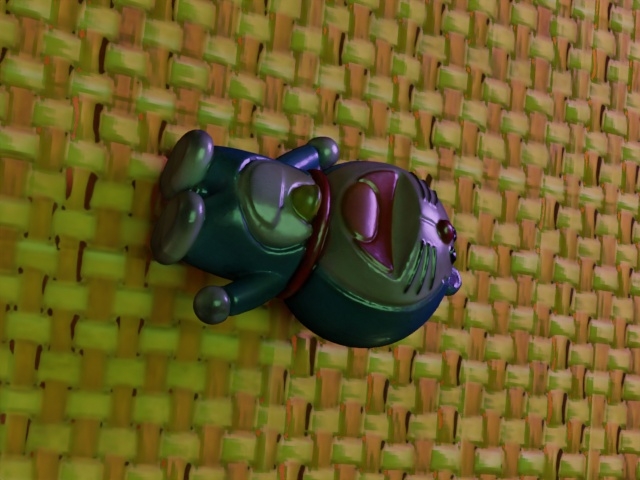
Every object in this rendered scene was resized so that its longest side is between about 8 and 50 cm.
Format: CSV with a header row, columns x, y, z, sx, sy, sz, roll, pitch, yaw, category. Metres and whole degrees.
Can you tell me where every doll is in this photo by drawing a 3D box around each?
x,y,z,sx,sy,sz,roll,pitch,yaw,category
0.000,0.000,0.549,0.151,0.085,0.114,19,58,-20,doll
